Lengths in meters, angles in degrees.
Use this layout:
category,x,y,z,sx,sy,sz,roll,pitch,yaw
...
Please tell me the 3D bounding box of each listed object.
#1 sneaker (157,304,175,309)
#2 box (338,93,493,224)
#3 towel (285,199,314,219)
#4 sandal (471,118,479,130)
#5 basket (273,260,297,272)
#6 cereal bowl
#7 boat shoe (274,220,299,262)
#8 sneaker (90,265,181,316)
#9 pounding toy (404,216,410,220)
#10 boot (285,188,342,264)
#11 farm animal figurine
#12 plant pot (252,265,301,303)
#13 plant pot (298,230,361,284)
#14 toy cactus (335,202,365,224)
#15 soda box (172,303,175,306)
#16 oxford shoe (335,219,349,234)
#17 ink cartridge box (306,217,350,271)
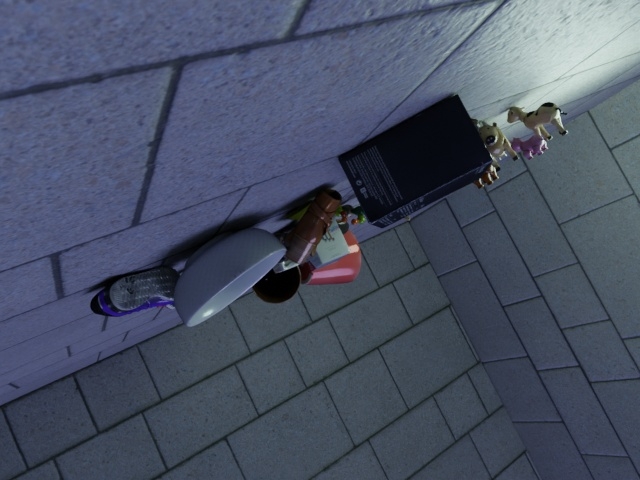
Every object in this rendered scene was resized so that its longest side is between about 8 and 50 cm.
category,x,y,z,sx,sy,sz,roll,pitch,yaw
sneaker,-0.480,0.168,1.738,0.092,0.088,0.225,-34,178,-4
box,0.242,-0.181,1.377,0.312,0.179,0.343,-26,175,9
towel,-0.028,-0.099,1.716,0.102,0.021,0.237,-34,171,16
sandal,0.379,-0.281,1.595,0.219,0.060,0.090,-27,160,8
basket,-0.123,0.055,2.189,0.167,0.113,0.103,-23,175,-31
cereal bowl,-0.265,0.077,1.467,0.339,0.141,0.339,-39,175,-4
boat shoe,-0.117,0.018,1.895,0.096,0.117,0.324,-27,-179,-31
sneaker,-0.498,0.145,1.458,0.146,0.102,0.293,-24,171,23
pounding toy,0.249,-0.145,1.710,0.206,0.181,0.094,-28,174,11
boot,-0.020,-0.062,1.601,0.220,0.109,0.283,-60,178,12
farm animal figurine,0.587,-0.330,1.746,0.330,0.172,0.327,-35,-174,4
plant pot,-0.209,0.154,2.370,0.215,0.215,0.230,-26,-172,-8
plant pot,0.006,0.081,2.410,0.243,0.275,0.275,-10,166,-35
toy cactus,0.118,-0.114,1.916,0.219,0.112,0.180,-21,-166,-35
soda box,-0.374,0.143,1.711,0.210,0.067,0.071,-48,179,-9
oxford shoe,0.010,-0.045,2.147,0.212,0.076,0.076,-9,-155,-38
ink cartridge box,0.000,0.000,1.934,0.127,0.176,0.128,-21,172,-24
